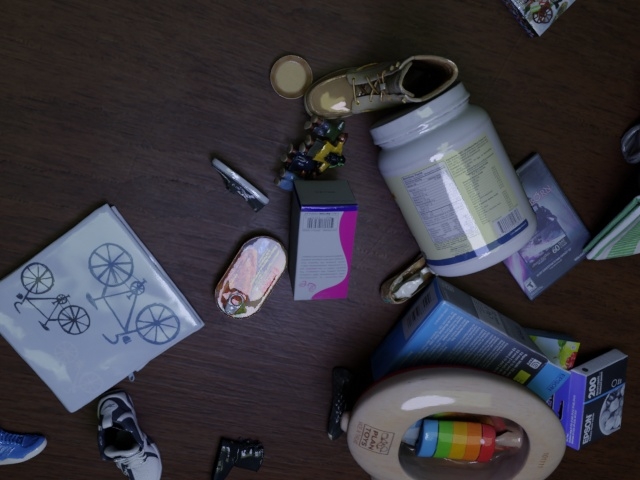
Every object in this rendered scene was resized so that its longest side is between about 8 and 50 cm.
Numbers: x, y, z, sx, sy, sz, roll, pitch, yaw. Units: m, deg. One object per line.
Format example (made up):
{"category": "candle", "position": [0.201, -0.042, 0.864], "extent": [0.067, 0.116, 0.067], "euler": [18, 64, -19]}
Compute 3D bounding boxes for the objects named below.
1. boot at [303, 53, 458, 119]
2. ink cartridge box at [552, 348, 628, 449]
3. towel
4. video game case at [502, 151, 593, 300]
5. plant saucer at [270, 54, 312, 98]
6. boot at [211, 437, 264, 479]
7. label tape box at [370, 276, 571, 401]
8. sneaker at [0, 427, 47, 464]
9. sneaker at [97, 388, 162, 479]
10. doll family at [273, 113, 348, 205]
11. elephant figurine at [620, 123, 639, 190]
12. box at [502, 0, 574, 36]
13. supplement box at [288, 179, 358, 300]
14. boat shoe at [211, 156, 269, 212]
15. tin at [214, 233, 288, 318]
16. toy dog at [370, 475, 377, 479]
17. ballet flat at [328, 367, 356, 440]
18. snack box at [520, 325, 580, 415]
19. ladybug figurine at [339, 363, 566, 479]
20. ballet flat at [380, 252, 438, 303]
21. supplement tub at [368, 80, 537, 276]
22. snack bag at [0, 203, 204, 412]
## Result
{"category": "boot", "position": [0.108, -0.288, 1.316], "extent": [0.261, 0.203, 0.095], "euler": [-12, 102, -9]}
{"category": "ink cartridge box", "position": [0.623, 0.377, 1.624], "extent": [0.208, 0.045, 0.207], "euler": [-14, 114, -27]}
{"category": "towel", "position": [0.762, -0.041, 1.504], "extent": [0.324, 0.038, 0.248], "euler": [-4, 148, -16]}
{"category": "video game case", "position": [0.469, -0.028, 1.547], "extent": [0.196, 0.026, 0.274], "euler": [-39, 108, 0]}
{"category": "plant saucer", "position": [-0.058, -0.321, 1.378], "extent": [0.083, 0.015, 0.084], "euler": [-3, 104, -10]}
{"category": "boot", "position": [-0.182, 0.492, 1.542], "extent": [0.099, 0.045, 0.121], "euler": [14, 100, -16]}
{"category": "label tape box", "position": [0.320, 0.270, 1.515], "extent": [0.347, 0.115, 0.249], "euler": [29, 112, -16]}
{"category": "sneaker", "position": [-0.643, 0.406, 1.423], "extent": [0.152, 0.058, 0.085], "euler": [-11, 114, -1]}
{"category": "sneaker", "position": [-0.393, 0.435, 1.428], "extent": [0.094, 0.153, 0.235], "euler": [-13, 106, -5]}
{"category": "doll family", "position": [-0.009, -0.153, 1.388], "extent": [0.111, 0.076, 0.193], "euler": [22, 124, -36]}
{"category": "elephant figurine", "position": [0.737, -0.212, 1.495], "extent": [0.169, 0.186, 0.240], "euler": [14, 61, -43]}
{"category": "box", "position": [0.466, -0.551, 1.406], "extent": [0.233, 0.044, 0.159], "euler": [-46, 107, 2]}
{"category": "supplement box", "position": [0.000, 0.000, 1.386], "extent": [0.111, 0.114, 0.220], "euler": [-1, 122, -11]}
{"category": "boat shoe", "position": [-0.165, -0.109, 1.393], "extent": [0.142, 0.049, 0.040], "euler": [39, 94, -19]}
{"category": "tin", "position": [-0.144, 0.074, 1.449], "extent": [0.106, 0.040, 0.190], "euler": [33, 96, -12]}
{"category": "toy dog", "position": [0.278, 0.573, 1.580], "extent": [0.333, 0.220, 0.161], "euler": [4, 81, -2]}
{"category": "ballet flat", "position": [0.042, 0.364, 1.558], "extent": [0.057, 0.049, 0.173], "euler": [-8, 112, -53]}
{"category": "snack box", "position": [0.477, 0.307, 1.607], "extent": [0.174, 0.070, 0.207], "euler": [11, 100, -13]}
{"category": "ladybug figurine", "position": [0.260, 0.371, 1.410], "extent": [0.448, 0.162, 0.305], "euler": [10, 115, -6]}
{"category": "ballet flat", "position": [0.221, 0.071, 1.500], "extent": [0.206, 0.067, 0.073], "euler": [-41, 104, 0]}
{"category": "supplement tub", "position": [0.254, -0.119, 1.365], "extent": [0.235, 0.235, 0.325], "euler": [-29, 101, -3]}
{"category": "snack bag", "position": [-0.462, 0.147, 1.406], "extent": [0.342, 0.037, 0.323], "euler": [-36, 107, -1]}
